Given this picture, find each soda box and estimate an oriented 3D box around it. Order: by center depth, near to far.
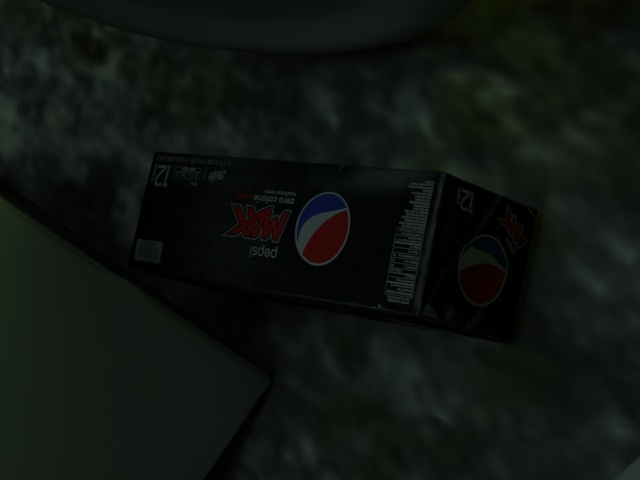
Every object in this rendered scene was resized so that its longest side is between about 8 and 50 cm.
[{"bbox_3d":[0.000,0.000,0.588,0.169,0.060,0.053,8,83,46],"label":"soda box"}]

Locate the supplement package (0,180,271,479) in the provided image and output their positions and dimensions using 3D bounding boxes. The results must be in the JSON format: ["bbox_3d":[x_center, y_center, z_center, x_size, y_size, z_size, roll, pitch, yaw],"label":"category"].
[{"bbox_3d":[-0.206,0.049,0.646,0.262,0.199,0.198,30,84,44],"label":"supplement package"}]

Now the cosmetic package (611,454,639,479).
[{"bbox_3d":[0.140,0.175,0.400,0.099,0.060,0.239,-46,51,24],"label":"cosmetic package"}]

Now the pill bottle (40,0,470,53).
[{"bbox_3d":[-0.020,-0.273,0.579,0.210,0.210,0.363,-2,78,44],"label":"pill bottle"}]
